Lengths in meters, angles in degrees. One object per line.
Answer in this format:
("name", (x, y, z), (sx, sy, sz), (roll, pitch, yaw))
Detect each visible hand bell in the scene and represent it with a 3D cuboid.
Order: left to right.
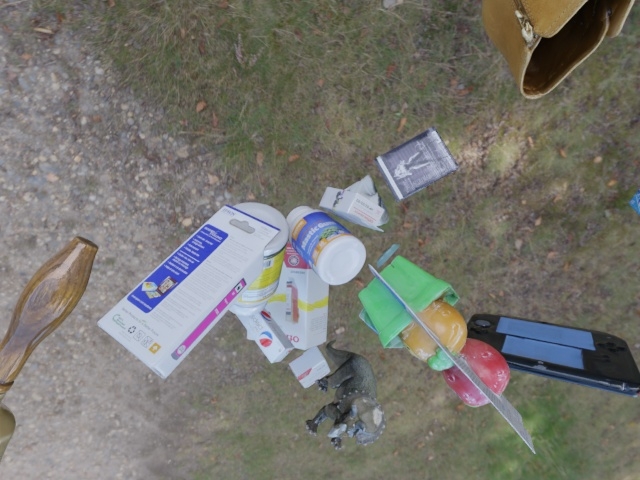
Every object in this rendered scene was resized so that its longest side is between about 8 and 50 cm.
("hand bell", (-0.252, 0.103, 0.338), (0.126, 0.126, 0.241), (34, 86, -30))

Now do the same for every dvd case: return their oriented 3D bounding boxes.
("dvd case", (0.309, -0.248, 1.389), (0.221, 0.164, 0.018), (-28, 167, 8))

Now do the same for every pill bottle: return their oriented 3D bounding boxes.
("pill bottle", (-0.204, 0.068, 1.239), (0.188, 0.187, 0.333), (-1, 137, -17))
("pill bottle", (0.000, 0.000, 1.258), (0.153, 0.272, 0.152), (-16, 124, -24))

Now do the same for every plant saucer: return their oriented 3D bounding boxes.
("plant saucer", (0.242, 0.051, 1.560), (0.021, 0.119, 0.119), (44, 102, 5))

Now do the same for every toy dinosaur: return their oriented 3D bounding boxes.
("toy dinosaur", (0.060, 0.304, 0.849), (0.160, 0.313, 0.121), (-40, 101, 21))

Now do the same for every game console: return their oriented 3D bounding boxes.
("game console", (0.566, 0.270, 1.094), (0.342, 0.387, 0.060), (-5, 100, -62))

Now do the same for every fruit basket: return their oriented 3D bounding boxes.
("fruit basket", (0.228, 0.203, 0.779), (0.165, 0.353, 0.327), (-39, 157, 9))

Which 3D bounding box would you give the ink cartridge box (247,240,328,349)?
("ink cartridge box", (-0.123, 0.196, 1.626), (0.160, 0.280, 0.384), (-1, 93, -60))

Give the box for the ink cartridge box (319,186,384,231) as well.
("ink cartridge box", (0.091, -0.084, 1.126), (0.104, 0.181, 0.061), (27, 88, -33))

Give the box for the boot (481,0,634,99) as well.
("boot", (0.215, -0.288, 0.350), (0.104, 0.211, 0.295), (-5, 149, -3))

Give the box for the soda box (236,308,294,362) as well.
("soda box", (-0.187, 0.303, 1.439), (0.074, 0.216, 0.069), (-48, 155, 11))

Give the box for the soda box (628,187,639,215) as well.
("soda box", (0.969, -0.118, 1.162), (0.210, 0.067, 0.071), (-9, 141, -5))

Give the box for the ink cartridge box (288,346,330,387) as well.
("ink cartridge box", (-0.041, 0.498, 1.680), (0.128, 0.072, 0.175), (-32, 150, -11))

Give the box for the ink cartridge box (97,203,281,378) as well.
("ink cartridge box", (-0.255, 0.085, 0.891), (0.371, 0.176, 0.069), (-50, 148, -26))

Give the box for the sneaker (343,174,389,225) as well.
("sneaker", (0.164, -0.129, 1.559), (0.130, 0.297, 0.110), (-23, 119, 6))
